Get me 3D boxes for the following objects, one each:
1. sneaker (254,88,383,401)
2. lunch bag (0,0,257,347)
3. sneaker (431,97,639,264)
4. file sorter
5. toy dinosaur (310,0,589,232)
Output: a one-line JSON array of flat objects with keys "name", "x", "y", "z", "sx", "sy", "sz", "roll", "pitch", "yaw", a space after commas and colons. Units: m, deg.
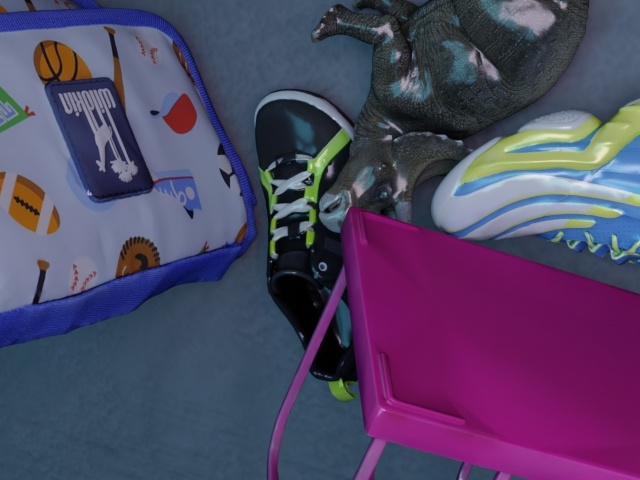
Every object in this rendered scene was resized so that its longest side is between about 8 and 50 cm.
[{"name": "sneaker", "x": 0.000, "y": 0.000, "z": 0.887, "sx": 0.084, "sy": 0.097, "sz": 0.235, "roll": -19, "pitch": 90, "yaw": 30}, {"name": "lunch bag", "x": -0.267, "y": -0.081, "z": 0.890, "sx": 0.385, "sy": 0.328, "sz": 0.239, "roll": 38, "pitch": 117, "yaw": 19}, {"name": "sneaker", "x": 0.191, "y": -0.018, "z": 0.734, "sx": 0.240, "sy": 0.091, "sz": 0.126, "roll": -19, "pitch": 63, "yaw": 12}, {"name": "file sorter", "x": 0.127, "y": 0.141, "z": 0.717, "sx": 0.290, "sy": 0.202, "sz": 0.182, "roll": 17, "pitch": 117, "yaw": -12}, {"name": "toy dinosaur", "x": 0.103, "y": -0.139, "z": 0.812, "sx": 0.160, "sy": 0.121, "sz": 0.313, "roll": 46, "pitch": 113, "yaw": 0}]
